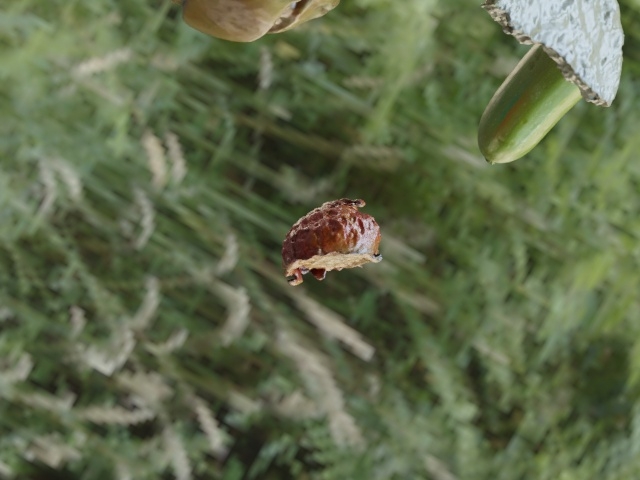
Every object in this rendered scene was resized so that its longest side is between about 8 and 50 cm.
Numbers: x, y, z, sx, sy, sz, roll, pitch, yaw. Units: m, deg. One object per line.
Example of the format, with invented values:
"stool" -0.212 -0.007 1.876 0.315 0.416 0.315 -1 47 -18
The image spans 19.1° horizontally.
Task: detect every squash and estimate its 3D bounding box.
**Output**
"squash" 0.261 -0.172 2.403 0.188 0.095 0.095 -48 -177 25

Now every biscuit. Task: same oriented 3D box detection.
"biscuit" 0.289 -0.265 2.215 0.032 0.250 0.133 16 -103 48

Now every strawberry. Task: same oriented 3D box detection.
"strawberry" 0.000 0.000 2.235 0.188 0.121 0.082 151 -68 -71

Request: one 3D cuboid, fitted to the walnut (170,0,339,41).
"walnut" -0.096 -0.329 1.641 0.209 0.336 0.209 -29 -167 8
